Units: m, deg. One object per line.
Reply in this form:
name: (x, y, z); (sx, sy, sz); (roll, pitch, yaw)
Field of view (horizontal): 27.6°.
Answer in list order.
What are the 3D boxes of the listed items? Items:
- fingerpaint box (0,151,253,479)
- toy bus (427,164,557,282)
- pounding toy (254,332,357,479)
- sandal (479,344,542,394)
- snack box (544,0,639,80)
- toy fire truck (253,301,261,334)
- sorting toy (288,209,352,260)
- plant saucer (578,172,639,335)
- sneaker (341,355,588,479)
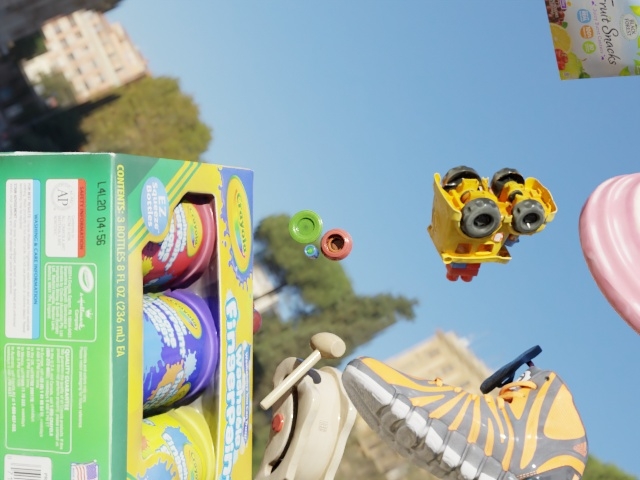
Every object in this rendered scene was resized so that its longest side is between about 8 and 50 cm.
fingerpaint box: (-0.217, 0.127, 1.530); (0.371, 0.163, 0.445); (1, 90, -70)
toy bus: (0.313, -0.018, 2.478); (0.149, 0.220, 0.211); (-113, -153, -54)
pounding toy: (-0.050, 0.251, 1.917); (0.154, 0.154, 0.270); (25, -84, 64)
sandal: (0.304, 0.206, 2.020); (0.179, 0.067, 0.040); (-22, 81, -56)
snack box: (0.503, -0.396, 2.344); (0.070, 0.174, 0.207); (-59, 141, -45)
toy fire truck: (-0.203, 0.166, 2.094); (0.169, 0.254, 0.302); (42, -19, 32)
sorting toy: (0.000, 0.000, 1.929); (0.102, 0.061, 0.042); (31, -4, 16)
plant saucer: (0.508, 0.028, 1.763); (0.332, 0.332, 0.084); (59, -42, 25)
sneaker: (0.191, 0.211, 1.632); (0.321, 0.180, 0.124); (37, -21, 1)
